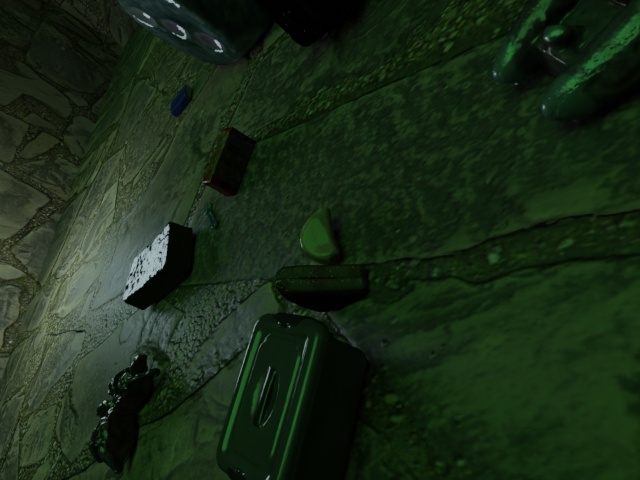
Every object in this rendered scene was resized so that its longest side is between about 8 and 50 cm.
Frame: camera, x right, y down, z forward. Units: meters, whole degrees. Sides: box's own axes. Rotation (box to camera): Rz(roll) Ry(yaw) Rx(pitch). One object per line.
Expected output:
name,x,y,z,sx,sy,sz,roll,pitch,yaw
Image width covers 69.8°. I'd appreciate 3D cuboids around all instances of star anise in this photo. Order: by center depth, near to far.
star anise,-0.376,0.311,0.853,0.172,0.063,0.208,5,73,54

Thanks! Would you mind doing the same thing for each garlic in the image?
garlic,0.000,-0.001,0.605,0.053,0.041,0.083,-31,54,19

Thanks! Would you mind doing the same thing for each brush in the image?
brush,-0.346,0.055,0.978,0.197,0.059,0.123,-36,43,33

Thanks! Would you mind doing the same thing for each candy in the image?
candy,-0.179,-0.154,0.900,0.038,0.062,0.122,4,72,50

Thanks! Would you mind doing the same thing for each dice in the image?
dice,-0.293,-0.665,1.134,0.348,0.328,0.330,22,86,54

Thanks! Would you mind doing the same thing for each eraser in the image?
eraser,-0.427,-0.429,1.408,0.085,0.027,0.063,-38,44,30

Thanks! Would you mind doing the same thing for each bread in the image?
bread,0.001,0.059,0.554,0.062,0.109,0.043,90,180,-52

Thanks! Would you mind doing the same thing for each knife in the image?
knife,-0.225,-0.051,0.937,0.027,0.010,0.096,-55,37,13

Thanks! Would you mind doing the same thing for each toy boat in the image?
toy boat,0.252,-0.217,0.388,0.227,0.085,0.155,-46,38,22

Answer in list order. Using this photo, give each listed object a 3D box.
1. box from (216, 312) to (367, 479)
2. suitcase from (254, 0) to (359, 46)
box,-0.024,0.170,0.479,0.124,0.093,0.172,-3,66,51
suitcase,-0.069,-0.547,0.772,0.188,0.345,0.339,-15,56,42
